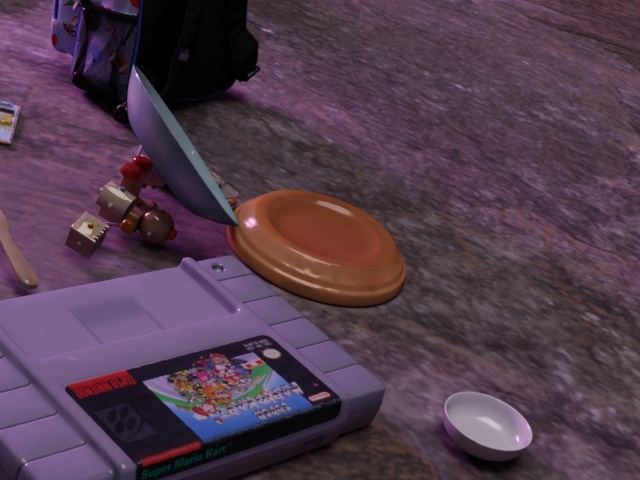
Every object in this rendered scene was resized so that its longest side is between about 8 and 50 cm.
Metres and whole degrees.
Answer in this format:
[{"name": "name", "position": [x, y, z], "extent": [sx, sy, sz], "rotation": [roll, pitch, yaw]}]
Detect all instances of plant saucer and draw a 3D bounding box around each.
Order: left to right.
[{"name": "plant saucer", "position": [-0.149, -0.087, 1.303], "extent": [0.195, 0.037, 0.195], "rotation": [57, 0, 0]}, {"name": "plant saucer", "position": [0.000, 0.000, 1.370], "extent": [0.200, 0.037, 0.200], "rotation": [16, 26, -8]}]

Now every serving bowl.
[{"name": "serving bowl", "position": [0.146, 0.171, 1.151], "extent": [0.083, 0.027, 0.083], "rotation": [16, 26, -8]}]

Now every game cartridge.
[{"name": "game cartridge", "position": [-0.135, 0.109, 1.049], "extent": [0.230, 0.068, 0.355], "rotation": [34, 29, 35]}]

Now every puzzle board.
[{"name": "puzzle board", "position": [-0.395, -0.142, 1.402], "extent": [0.128, 0.011, 0.096], "rotation": [13, 27, -13]}]

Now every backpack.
[{"name": "backpack", "position": [-0.192, -0.309, 1.575], "extent": [0.213, 0.263, 0.276], "rotation": [28, 28, 17]}]

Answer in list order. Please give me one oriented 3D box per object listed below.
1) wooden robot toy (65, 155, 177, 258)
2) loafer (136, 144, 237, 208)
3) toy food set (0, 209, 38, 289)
[{"name": "wooden robot toy", "position": [-0.176, -0.029, 1.274], "extent": [0.079, 0.076, 0.173], "rotation": [33, 28, 3]}, {"name": "loafer", "position": [-0.146, -0.074, 1.407], "extent": [0.125, 0.039, 0.045], "rotation": [24, 26, 9]}, {"name": "toy food set", "position": [-0.349, 0.017, 1.111], "extent": [0.192, 0.038, 0.132], "rotation": [2, 38, -41]}]
